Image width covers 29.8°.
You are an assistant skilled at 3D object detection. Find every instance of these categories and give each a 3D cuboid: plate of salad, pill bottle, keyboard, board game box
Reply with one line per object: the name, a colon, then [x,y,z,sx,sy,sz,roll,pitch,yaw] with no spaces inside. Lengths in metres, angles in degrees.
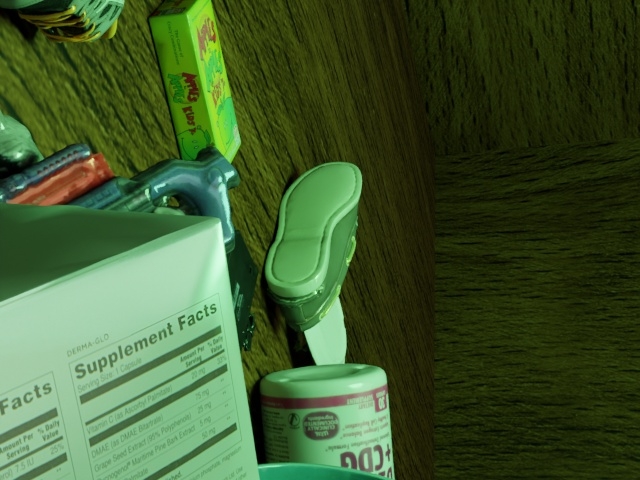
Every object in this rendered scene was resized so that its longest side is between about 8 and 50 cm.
plate of salad: [-0.008,0.112,1.749,0.200,0.048,0.200,-15,90,-75]
pill bottle: [0.014,0.305,1.502,0.160,0.160,0.283,-15,100,-78]
keyboard: [-0.101,0.079,1.387,0.180,0.023,0.108,-80,155,-47]
board game box: [-0.131,-0.165,1.277,0.092,0.043,0.181,-72,155,-60]

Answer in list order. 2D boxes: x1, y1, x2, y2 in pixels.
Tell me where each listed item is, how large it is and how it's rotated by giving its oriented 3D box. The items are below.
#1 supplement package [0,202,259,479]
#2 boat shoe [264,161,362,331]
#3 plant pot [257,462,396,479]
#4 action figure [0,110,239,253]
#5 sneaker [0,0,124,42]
supplement package: [-0.159,0.135,0.527,0.198,0.199,0.263,-25,112,-48]
boat shoe: [-0.004,0.000,1.671,0.305,0.109,0.091,-70,154,-50]
plant pot: [-0.001,0.394,1.216,0.271,0.271,0.255,-35,133,-76]
action figure: [-0.197,0.079,0.758,0.341,0.178,0.330,-25,107,-45]
sneaker: [-0.192,-0.188,0.913,0.215,0.084,0.083,-55,144,-73]
